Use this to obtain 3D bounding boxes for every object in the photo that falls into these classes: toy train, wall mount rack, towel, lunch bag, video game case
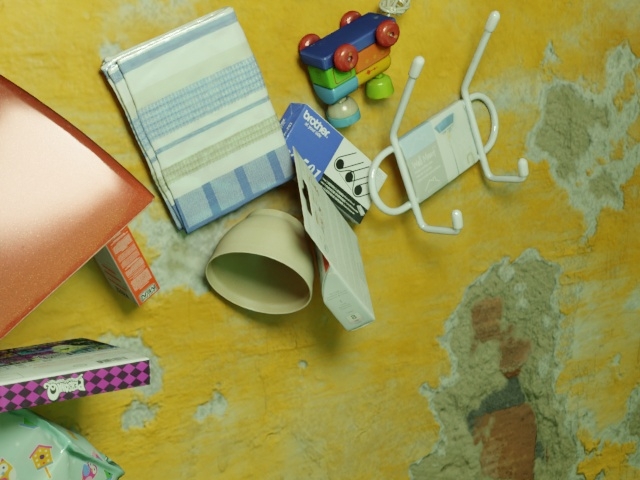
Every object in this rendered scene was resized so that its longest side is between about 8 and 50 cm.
[{"bbox_3d":[0.089,-0.289,1.764,0.248,0.105,0.143,-34,128,-26],"label":"toy train"},{"bbox_3d":[0.218,-0.191,1.831,0.350,0.131,0.304,-36,117,-37],"label":"wall mount rack"},{"bbox_3d":[-0.168,-0.172,1.612,0.209,0.034,0.285,-29,116,-14],"label":"towel"},{"bbox_3d":[-0.391,0.354,1.505,0.223,0.160,0.262,-57,159,-13],"label":"lunch bag"},{"bbox_3d":[-0.369,0.172,1.450,0.232,0.210,0.041,-7,98,-36],"label":"video game case"}]

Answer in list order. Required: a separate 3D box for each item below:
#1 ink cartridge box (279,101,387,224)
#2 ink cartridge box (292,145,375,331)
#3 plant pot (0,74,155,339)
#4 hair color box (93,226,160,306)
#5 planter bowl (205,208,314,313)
[{"bbox_3d":[0.009,-0.119,1.769,0.207,0.046,0.097,39,75,-35],"label":"ink cartridge box"},{"bbox_3d":[0.000,0.000,1.687,0.066,0.189,0.232,-27,133,17],"label":"ink cartridge box"},{"bbox_3d":[-0.411,-0.055,1.357,0.267,0.267,0.235,-45,112,-20],"label":"plant pot"},{"bbox_3d":[-0.281,0.020,1.549,0.043,0.072,0.141,-43,138,-23],"label":"hair color box"},{"bbox_3d":[-0.080,0.022,1.680,0.162,0.162,0.109,43,48,-35],"label":"planter bowl"}]
